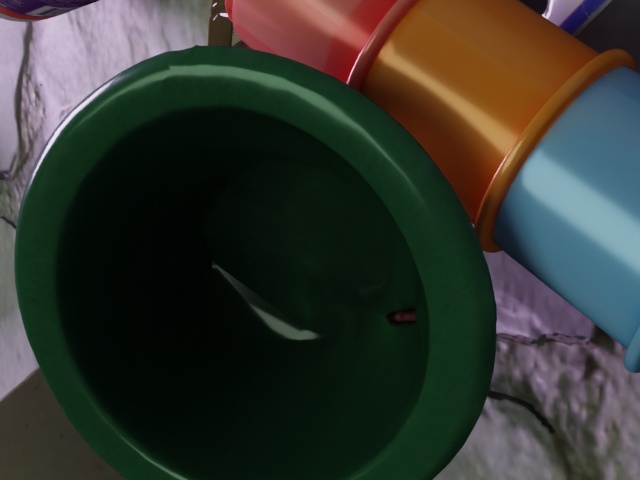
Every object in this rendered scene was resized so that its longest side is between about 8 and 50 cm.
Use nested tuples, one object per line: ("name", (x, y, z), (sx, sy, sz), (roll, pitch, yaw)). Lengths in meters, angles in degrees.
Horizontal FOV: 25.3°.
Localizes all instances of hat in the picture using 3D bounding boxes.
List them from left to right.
("hat", (0.000, 0.000, 0.552), (0.173, 0.183, 0.208), (47, 123, 1))

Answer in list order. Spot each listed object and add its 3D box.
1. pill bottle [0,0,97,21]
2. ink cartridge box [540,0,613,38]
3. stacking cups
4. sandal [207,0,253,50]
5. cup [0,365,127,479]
("pill bottle", (-0.111, -0.179, 0.715), (0.193, 0.108, 0.108), (-7, 92, 50))
("ink cartridge box", (0.036, -0.207, 0.572), (0.165, 0.065, 0.332), (-45, 63, 44))
("stacking cups", (0.103, -0.008, 0.461), (0.316, 0.096, 0.096), (39, 126, 23))
("sandal", (-0.016, -0.064, 0.680), (0.072, 0.049, 0.180), (37, 139, 46))
("cup", (-0.118, 0.218, 0.684), (0.237, 0.331, 0.331), (47, 135, 0))
